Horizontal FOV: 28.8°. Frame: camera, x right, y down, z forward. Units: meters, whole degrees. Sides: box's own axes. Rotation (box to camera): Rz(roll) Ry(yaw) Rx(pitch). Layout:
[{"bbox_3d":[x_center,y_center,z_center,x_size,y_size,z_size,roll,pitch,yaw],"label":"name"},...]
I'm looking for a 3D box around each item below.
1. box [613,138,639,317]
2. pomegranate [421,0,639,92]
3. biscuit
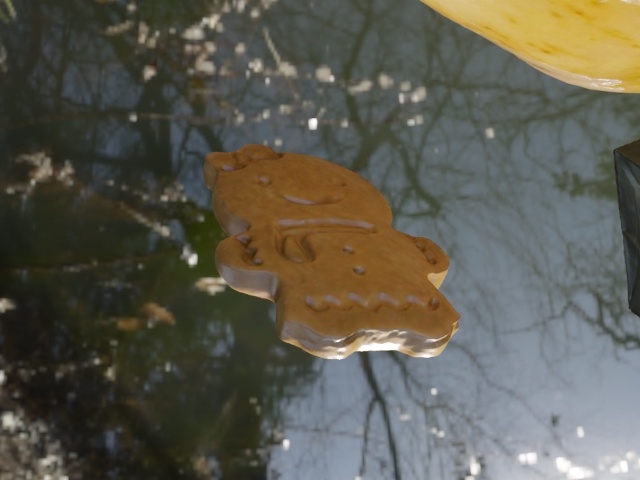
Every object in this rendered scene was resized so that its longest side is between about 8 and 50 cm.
[{"bbox_3d":[0.319,0.016,0.809,0.149,0.231,0.155,-21,124,-11],"label":"box"},{"bbox_3d":[0.194,-0.228,0.559,0.411,0.411,0.411,-2,144,-1],"label":"pomegranate"},{"bbox_3d":[0.006,0.001,0.684,0.133,0.184,0.027,7,123,-14],"label":"biscuit"}]
